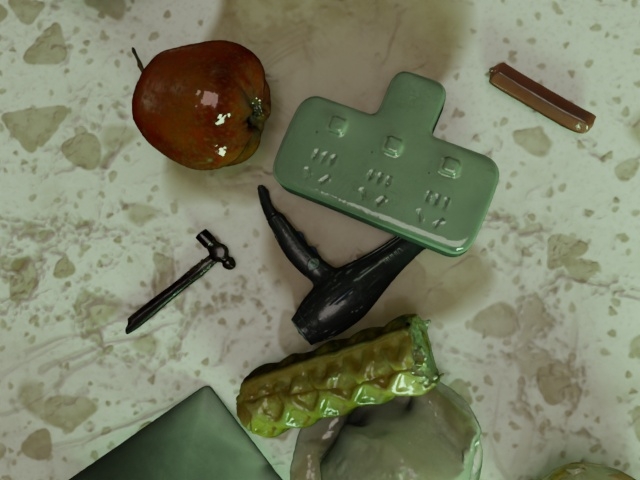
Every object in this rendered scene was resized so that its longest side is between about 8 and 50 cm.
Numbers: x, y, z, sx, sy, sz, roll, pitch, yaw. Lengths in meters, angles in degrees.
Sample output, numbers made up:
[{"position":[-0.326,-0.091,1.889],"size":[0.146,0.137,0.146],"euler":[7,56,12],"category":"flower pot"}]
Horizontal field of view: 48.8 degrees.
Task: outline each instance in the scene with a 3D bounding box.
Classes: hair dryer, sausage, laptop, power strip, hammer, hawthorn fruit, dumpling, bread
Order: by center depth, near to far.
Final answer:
[{"position":[-0.190,0.321,0.855],"size":[0.269,0.015,0.188],"euler":[-33,73,-29],"category":"laptop"},{"position":[0.013,0.169,0.856],"size":[0.269,0.087,0.098],"euler":[-23,59,22],"category":"bread"},{"position":[0.063,0.281,0.862],"size":[0.243,0.175,0.227],"euler":[-39,59,-21],"category":"dumpling"},{"position":[-0.166,-0.170,0.866],"size":[0.203,0.162,0.163],"euler":[13,93,19],"category":"hawthorn fruit"},{"position":[0.091,-0.111,0.873],"size":[0.264,0.059,0.194],"euler":[22,83,10],"category":"power strip"},{"position":[0.276,-0.179,0.887],"size":[0.147,0.035,0.030],"euler":[31,97,4],"category":"sausage"},{"position":[0.000,0.000,0.903],"size":[0.195,0.075,0.219],"euler":[-40,82,-6],"category":"hair dryer"},{"position":[-0.195,0.061,0.933],"size":[0.178,0.021,0.065],"euler":[-39,89,7],"category":"hammer"}]

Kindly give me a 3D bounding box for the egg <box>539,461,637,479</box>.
[{"position":[0.339,0.388,0.821],"size":[0.201,0.201,0.244],"euler":[-38,101,4],"category":"egg"}]
